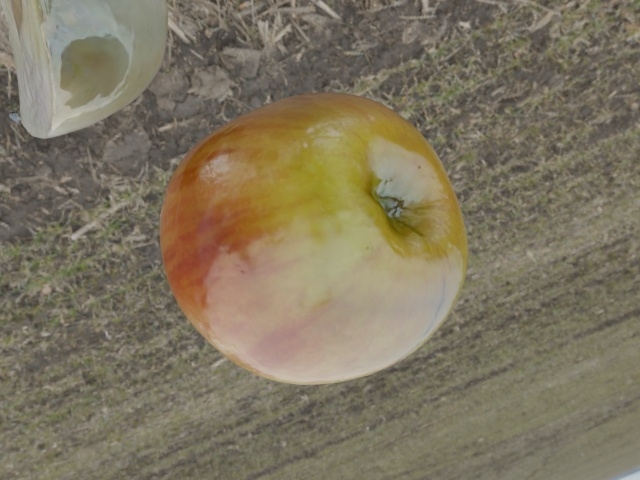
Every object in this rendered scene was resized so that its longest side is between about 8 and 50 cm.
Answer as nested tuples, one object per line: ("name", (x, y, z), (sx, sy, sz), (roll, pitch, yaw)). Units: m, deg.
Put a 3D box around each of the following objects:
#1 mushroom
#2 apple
("mushroom", (-0.194, -0.208, 0.538), (0.162, 0.173, 0.236), (-19, 127, -34))
("apple", (0.000, 0.000, 0.559), (0.285, 0.286, 0.233), (2, 160, -37))
